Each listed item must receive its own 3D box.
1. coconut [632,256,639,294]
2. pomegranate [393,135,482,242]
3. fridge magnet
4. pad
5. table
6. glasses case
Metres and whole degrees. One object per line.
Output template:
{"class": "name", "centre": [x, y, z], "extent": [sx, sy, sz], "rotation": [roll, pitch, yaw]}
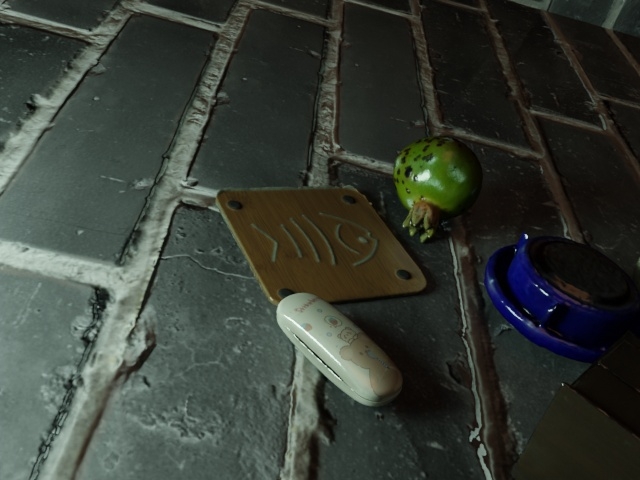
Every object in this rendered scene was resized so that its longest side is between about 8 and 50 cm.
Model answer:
{"class": "coconut", "centre": [0.621, 0.065, 1.325], "extent": [0.162, 0.161, 0.161], "rotation": [-27, 53, -35]}
{"class": "pomegranate", "centre": [0.197, -0.092, 1.373], "extent": [0.159, 0.159, 0.205], "rotation": [20, 59, 4]}
{"class": "fridge magnet", "centre": [0.386, 0.085, 1.223], "extent": [0.265, 0.112, 0.265], "rotation": [14, 34, -10]}
{"class": "pad", "centre": [0.000, 0.000, 1.258], "extent": [0.284, 0.018, 0.286], "rotation": [-3, 41, -29]}
{"class": "table", "centre": [0.374, 0.239, 0.944], "extent": [0.169, 0.172, 0.193], "rotation": [38, 39, 28]}
{"class": "glasses case", "centre": [0.023, 0.140, 1.034], "extent": [0.081, 0.051, 0.204], "rotation": [-22, 50, -42]}
